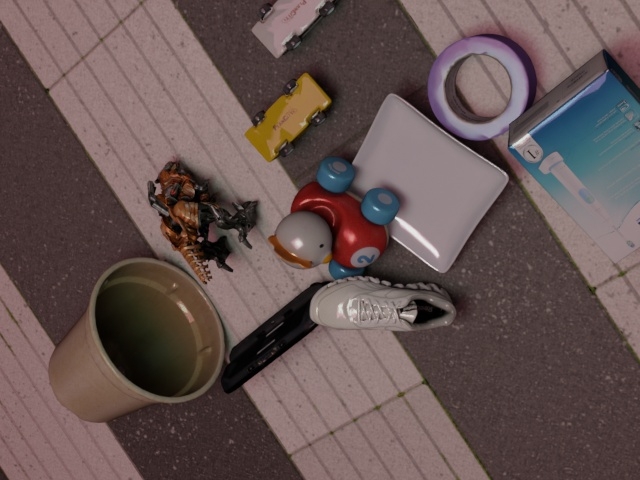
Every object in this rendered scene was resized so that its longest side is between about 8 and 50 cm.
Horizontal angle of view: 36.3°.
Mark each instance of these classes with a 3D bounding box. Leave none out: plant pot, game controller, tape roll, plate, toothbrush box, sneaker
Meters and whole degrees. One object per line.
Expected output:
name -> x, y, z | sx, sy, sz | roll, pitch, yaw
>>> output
plant pot -> -0.433, 0.253, 2.163 | 0.305, 0.334, 0.334 | -36, 89, 39
game controller -> -0.089, 0.206, 2.059 | 0.067, 0.166, 0.319 | 41, 119, -17
tape roll -> 0.299, -0.284, 1.802 | 0.189, 0.080, 0.189 | 7, 108, 22
plate -> 0.195, -0.111, 1.887 | 0.277, 0.045, 0.278 | 36, 130, 10
toothbrush box -> 0.501, -0.142, 1.688 | 0.295, 0.126, 0.216 | 44, 118, -11
sneaker -> 0.125, 0.130, 1.906 | 0.292, 0.118, 0.110 | -1, 99, -8

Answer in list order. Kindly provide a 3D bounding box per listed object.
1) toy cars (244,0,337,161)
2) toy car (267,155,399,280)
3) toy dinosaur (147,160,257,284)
toy cars -> -0.047, -0.349, 1.935 | 0.176, 0.087, 0.394 | 9, 105, 16
toy car -> 0.000, 0.000, 1.896 | 0.210, 0.238, 0.219 | 36, 132, 11
toy dinosaur -> -0.266, -0.030, 2.033 | 0.164, 0.218, 0.322 | -30, 49, 42
